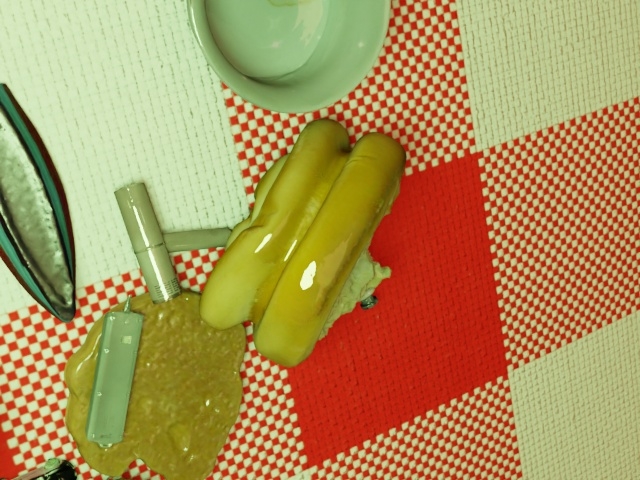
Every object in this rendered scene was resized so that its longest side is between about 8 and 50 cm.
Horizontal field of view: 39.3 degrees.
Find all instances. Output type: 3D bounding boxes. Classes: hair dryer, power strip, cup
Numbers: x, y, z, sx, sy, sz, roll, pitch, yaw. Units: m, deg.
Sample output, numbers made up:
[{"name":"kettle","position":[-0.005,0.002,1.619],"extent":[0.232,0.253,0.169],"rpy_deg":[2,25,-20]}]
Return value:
[{"name":"hair dryer","position":[-0.217,-0.022,1.495],"extent":[0.220,0.054,0.195],"rpy_deg":[-23,96,-38]},{"name":"power strip","position":[-0.330,0.208,1.440],"extent":[0.060,0.027,0.252],"rpy_deg":[9,95,-29]},{"name":"cup","position":[-0.073,-0.382,1.436],"extent":[0.347,0.163,0.347],"rpy_deg":[-6,103,-27]}]

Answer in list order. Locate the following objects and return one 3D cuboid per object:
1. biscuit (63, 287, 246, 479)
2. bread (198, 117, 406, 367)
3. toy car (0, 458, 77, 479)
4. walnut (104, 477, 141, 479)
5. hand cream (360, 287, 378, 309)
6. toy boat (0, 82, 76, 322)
[{"name":"biscuit","position":[-0.277,0.255,1.525],"extent":[0.312,0.057,0.351],"rpy_deg":[-3,100,-27]},{"name":"bread","position":[-0.012,0.000,1.519],"extent":[0.423,0.245,0.329],"rpy_deg":[-62,160,-14]},{"name":"toy car","position":[-0.465,0.410,1.458],"extent":[0.142,0.055,0.069],"rpy_deg":[-21,114,-22]},{"name":"walnut","position":[-0.330,0.494,1.471],"extent":[0.193,0.193,0.225],"rpy_deg":[-19,139,-24]},{"name":"hand cream","position":[0.036,0.027,1.660],"extent":[0.080,0.050,0.234],"rpy_deg":[-36,108,-17]},{"name":"toy boat","position":[-0.447,-0.041,1.361],"extent":[0.136,0.079,0.391],"rpy_deg":[-23,109,-21]}]
